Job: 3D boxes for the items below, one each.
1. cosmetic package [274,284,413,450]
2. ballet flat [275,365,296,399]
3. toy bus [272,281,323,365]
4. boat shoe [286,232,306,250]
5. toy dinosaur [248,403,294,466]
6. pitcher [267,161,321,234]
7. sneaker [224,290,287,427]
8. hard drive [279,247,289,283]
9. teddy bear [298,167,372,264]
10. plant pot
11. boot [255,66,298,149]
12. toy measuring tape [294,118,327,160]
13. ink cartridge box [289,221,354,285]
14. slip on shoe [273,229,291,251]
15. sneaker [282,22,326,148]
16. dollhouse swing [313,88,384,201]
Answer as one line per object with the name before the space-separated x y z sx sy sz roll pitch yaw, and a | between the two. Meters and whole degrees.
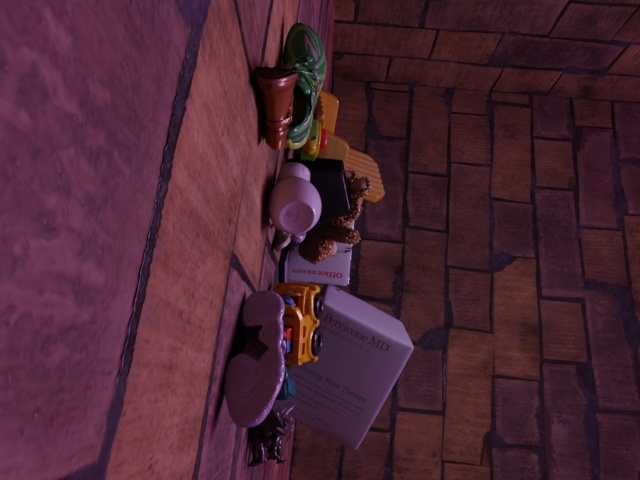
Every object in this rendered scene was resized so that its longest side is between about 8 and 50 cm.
cosmetic package | 0.067 0.413 1.629 0.393 0.330 0.327 -63 180 7
ballet flat | -0.120 0.399 1.294 0.247 0.087 0.083 85 -3 -65
toy bus | -0.091 0.218 1.226 0.211 0.150 0.220 19 73 -72
boat shoe | -0.082 -0.042 1.501 0.076 0.080 0.228 -59 -162 27
toy dinosaur | -0.134 0.479 1.197 0.313 0.121 0.160 83 0 -60
pitcher | -0.074 -0.077 1.145 0.207 0.126 0.177 -104 -148 -61
sneaker | -0.111 0.239 0.897 0.153 0.102 0.268 89 3 -47
hard drive | -0.116 0.094 1.515 0.094 0.022 0.135 -82 177 -53
teddy bear | 0.054 -0.073 1.531 0.113 0.245 0.337 21 84 -46
plant pot | -0.004 -0.147 1.382 0.188 0.167 0.187 -83 162 -68
boot | -0.084 -0.248 0.899 0.197 0.073 0.152 -72 171 -69
toy measuring tape | -0.043 -0.321 1.438 0.330 0.122 0.121 -106 -160 -70
ink cartridge box | 0.000 0.000 1.682 0.129 0.224 0.306 92 3 -83
slip on shoe | -0.106 -0.015 1.304 0.041 0.052 0.135 53 27 -16
sneaker | -0.046 -0.360 1.079 0.123 0.110 0.295 119 -23 -85
dollhouse swing | 0.105 -0.352 1.723 0.346 0.306 0.314 -95 -168 -48
